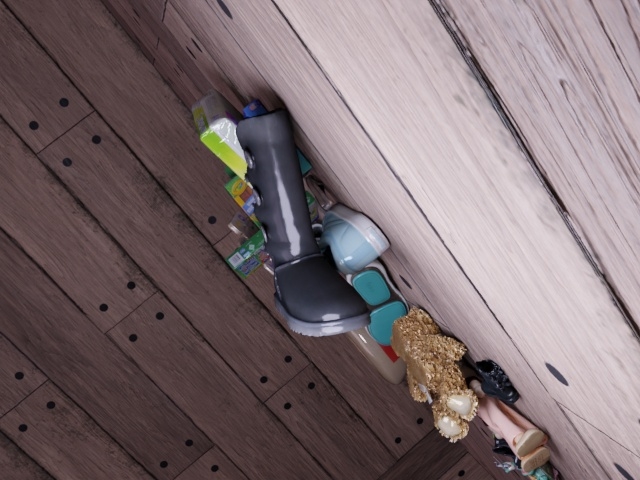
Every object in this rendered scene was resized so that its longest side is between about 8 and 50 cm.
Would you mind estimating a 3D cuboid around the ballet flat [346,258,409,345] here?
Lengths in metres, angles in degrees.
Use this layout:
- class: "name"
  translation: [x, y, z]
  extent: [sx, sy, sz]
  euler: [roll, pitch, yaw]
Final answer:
- class: "ballet flat"
  translation: [0.156, 0.146, 1.752]
  extent: [0.139, 0.139, 0.400]
  euler: [46, 169, 40]

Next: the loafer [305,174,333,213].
- class: "loafer"
  translation: [0.000, -0.122, 1.561]
  extent: [0.045, 0.039, 0.125]
  euler: [26, -149, -46]

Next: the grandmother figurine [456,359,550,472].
- class: "grandmother figurine"
  translation: [0.409, 0.404, 1.524]
  extent: [0.342, 0.104, 0.207]
  euler: [48, 158, 56]

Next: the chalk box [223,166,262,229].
- class: "chalk box"
  translation: [-0.205, -0.167, 2.143]
  extent: [0.289, 0.180, 0.179]
  euler: [49, 175, 2]

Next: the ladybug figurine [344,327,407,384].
- class: "ladybug figurine"
  translation: [0.216, 0.397, 2.624]
  extent: [0.449, 0.162, 0.305]
  euler: [50, 175, 0]

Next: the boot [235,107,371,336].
- class: "boot"
  translation: [-0.047, -0.052, 1.296]
  extent: [0.367, 0.146, 0.444]
  euler: [11, 111, 64]

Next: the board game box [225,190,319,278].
- class: "board game box"
  translation: [-0.142, -0.012, 1.951]
  extent: [0.046, 0.317, 0.213]
  euler: [48, 175, 11]

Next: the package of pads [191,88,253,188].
- class: "package of pads"
  translation: [-0.210, -0.254, 1.697]
  extent: [0.296, 0.101, 0.229]
  euler: [45, -170, -36]

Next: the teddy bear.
- class: "teddy bear"
  translation: [0.290, 0.322, 1.545]
  extent: [0.338, 0.113, 0.244]
  euler: [-130, 33, -60]

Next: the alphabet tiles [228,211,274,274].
- class: "alphabet tiles"
  translation: [-0.198, 0.014, 2.183]
  extent: [0.284, 0.021, 0.278]
  euler: [41, -164, -10]

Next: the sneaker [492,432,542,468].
- class: "sneaker"
  translation: [0.468, 0.497, 1.622]
  extent: [0.084, 0.097, 0.235]
  euler: [54, 173, -31]

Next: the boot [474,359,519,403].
- class: "boot"
  translation: [0.370, 0.300, 1.368]
  extent: [0.099, 0.045, 0.121]
  euler: [49, 168, -17]

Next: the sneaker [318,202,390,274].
- class: "sneaker"
  translation: [0.037, 0.005, 1.506]
  extent: [0.135, 0.150, 0.366]
  euler: [52, 174, -8]

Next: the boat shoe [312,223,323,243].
- class: "boat shoe"
  translation: [0.000, 0.000, 2.076]
  extent: [0.335, 0.121, 0.119]
  euler: [-158, 58, -66]

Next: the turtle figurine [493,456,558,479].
- class: "turtle figurine"
  translation: [0.567, 0.630, 1.631]
  extent: [0.234, 0.118, 0.175]
  euler: [36, -165, -20]

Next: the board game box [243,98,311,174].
- class: "board game box"
  translation: [-0.109, -0.240, 1.567]
  extent: [0.210, 0.047, 0.160]
  euler: [50, 175, -2]
